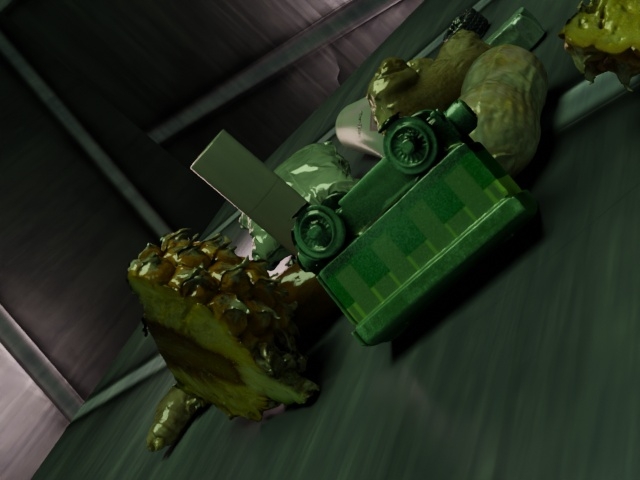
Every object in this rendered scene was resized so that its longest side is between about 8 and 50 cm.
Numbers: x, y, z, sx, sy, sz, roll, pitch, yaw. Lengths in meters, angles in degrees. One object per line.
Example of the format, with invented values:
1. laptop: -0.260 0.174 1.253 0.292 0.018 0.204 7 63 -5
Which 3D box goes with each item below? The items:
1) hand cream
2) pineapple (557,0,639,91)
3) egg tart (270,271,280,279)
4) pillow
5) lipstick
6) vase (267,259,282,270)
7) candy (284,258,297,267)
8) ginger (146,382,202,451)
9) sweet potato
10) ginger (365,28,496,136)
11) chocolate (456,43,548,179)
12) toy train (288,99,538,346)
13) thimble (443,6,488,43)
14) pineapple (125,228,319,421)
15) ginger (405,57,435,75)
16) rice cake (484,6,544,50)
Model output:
1. hand cream: 0.124 -0.268 1.834 0.358 0.117 0.186 -155 71 -78
2. pineapple: 0.380 -0.220 0.862 0.249 0.139 0.164 -38 -35 -23
3. egg tart: -0.092 0.125 1.507 0.197 0.078 0.197 -44 13 13
4. pillow: -0.053 -0.083 1.785 0.310 0.138 0.283 -40 27 3
5. lipstick: -0.067 -0.050 1.341 0.087 0.327 0.087 -47 12 13
6. vase: -0.082 -0.004 1.912 0.060 0.060 0.211 -37 18 46
7. candy: 0.000 0.001 1.550 0.226 0.093 0.051 -57 -23 -53
8. ginger: -0.272 0.320 1.574 0.213 0.074 0.137 -56 12 0
9. sweet potato: -0.032 0.095 1.300 0.359 0.112 0.112 -44 13 24
10. ginger: 0.194 -0.235 1.294 0.276 0.221 0.130 -61 5 -13
11. chocolate: 0.245 -0.178 1.094 0.134 0.134 0.309 -39 15 41
12. toy train: 0.105 -0.025 0.965 0.301 0.202 0.120 -44 -10 24
13. thimble: 0.344 -0.496 1.873 0.095 0.066 0.104 -36 20 51
14. pineapple: -0.092 0.123 1.197 0.209 0.286 0.344 -57 -29 -35
15. ginger: 0.207 -0.334 1.771 0.193 0.122 0.115 -46 28 44
16. rice cake: 0.324 -0.342 1.470 0.206 0.069 0.063 -43 15 38
